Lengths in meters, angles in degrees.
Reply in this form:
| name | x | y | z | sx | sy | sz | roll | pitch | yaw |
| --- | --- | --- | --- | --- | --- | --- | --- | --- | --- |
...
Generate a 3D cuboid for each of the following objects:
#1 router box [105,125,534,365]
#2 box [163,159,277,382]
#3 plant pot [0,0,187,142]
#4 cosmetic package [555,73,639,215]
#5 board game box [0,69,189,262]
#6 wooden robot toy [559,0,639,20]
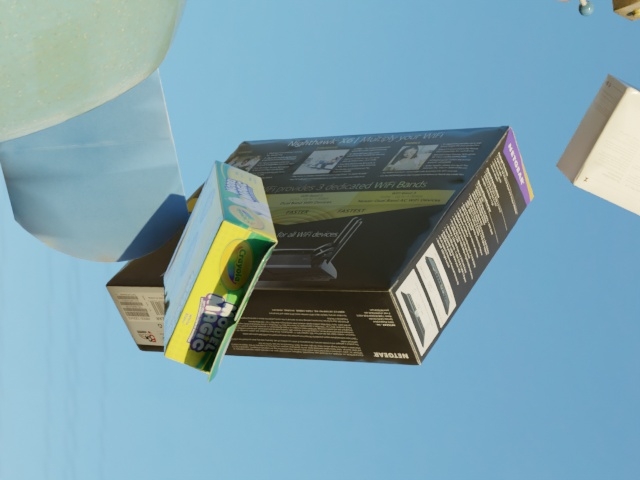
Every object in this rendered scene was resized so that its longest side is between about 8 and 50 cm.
| name | x | y | z | sx | sy | sz | roll | pitch | yaw |
| --- | --- | --- | --- | --- | --- | --- | --- | --- | --- |
| router box | 0.000 | 0.000 | 1.255 | 0.309 | 0.243 | 0.081 | 0 | -54 | 36 |
| box | -0.072 | 0.019 | 0.966 | 0.179 | 0.043 | 0.105 | -115 | -132 | -70 |
| plant pot | -0.175 | -0.161 | 0.715 | 0.290 | 0.290 | 0.195 | 21 | -45 | 58 |
| cosmetic package | 0.339 | -0.054 | 1.262 | 0.099 | 0.239 | 0.060 | -62 | -163 | 13 |
| board game box | -0.154 | -0.069 | 0.954 | 0.133 | 0.033 | 0.168 | -3 | -70 | 20 |
| wooden robot toy | 0.185 | -0.220 | 1.035 | 0.076 | 0.173 | 0.079 | -27 | -121 | 57 |
